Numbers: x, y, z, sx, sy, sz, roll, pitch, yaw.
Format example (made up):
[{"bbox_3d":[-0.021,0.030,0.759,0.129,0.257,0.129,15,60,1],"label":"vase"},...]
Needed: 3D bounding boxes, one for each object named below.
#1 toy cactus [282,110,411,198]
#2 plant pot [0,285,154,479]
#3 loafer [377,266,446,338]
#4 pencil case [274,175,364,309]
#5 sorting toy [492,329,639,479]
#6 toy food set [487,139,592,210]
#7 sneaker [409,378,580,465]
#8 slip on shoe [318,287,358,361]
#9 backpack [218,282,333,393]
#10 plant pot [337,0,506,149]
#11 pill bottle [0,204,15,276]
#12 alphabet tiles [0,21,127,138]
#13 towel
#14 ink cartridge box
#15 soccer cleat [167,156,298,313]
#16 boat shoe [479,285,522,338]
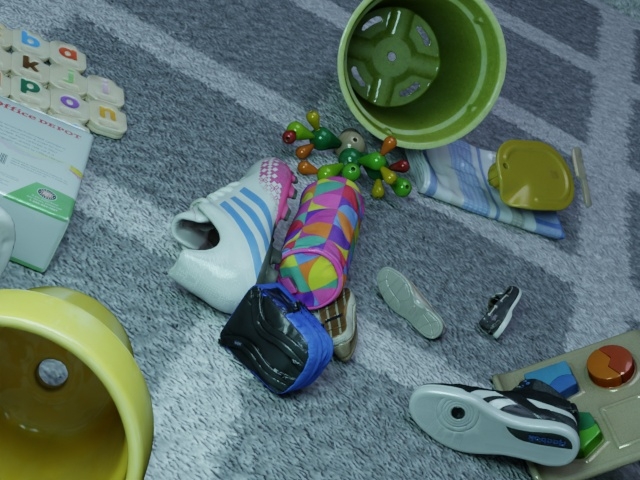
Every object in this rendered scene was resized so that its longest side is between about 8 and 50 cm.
[{"bbox_3d":[0.046,-0.145,2.169,0.218,0.112,0.180,17,21,-5],"label":"toy cactus"},{"bbox_3d":[-0.271,0.153,1.287,0.254,0.254,0.239,27,13,-4],"label":"plant pot"},{"bbox_3d":[0.127,0.088,1.927,0.125,0.045,0.039,48,17,19],"label":"loafer"},{"bbox_3d":[0.000,0.000,1.894,0.104,0.104,0.236,27,27,-4],"label":"pencil case"},{"bbox_3d":[0.369,0.241,1.780,0.229,0.041,0.307,-16,39,-1],"label":"sorting toy"},{"bbox_3d":[0.357,-0.097,2.340,0.217,0.071,0.128,2,67,-38],"label":"toy food set"},{"bbox_3d":[0.220,0.214,1.756,0.216,0.079,0.121,17,25,2],"label":"sneaker"},{"bbox_3d":[0.028,0.109,1.805,0.135,0.051,0.041,-95,159,-65],"label":"slip on shoe"},{"bbox_3d":[-0.040,0.118,1.668,0.120,0.098,0.101,45,29,27],"label":"backpack"},{"bbox_3d":[0.143,-0.302,2.317,0.276,0.276,0.254,23,5,-12],"label":"plant pot"},{"bbox_3d":[-0.489,-0.056,1.463,0.318,0.176,0.176,40,31,18],"label":"pill bottle"},{"bbox_3d":[-0.410,-0.220,1.947,0.284,0.021,0.278,16,32,-23],"label":"alphabet tiles"},{"bbox_3d":[0.274,-0.105,2.359,0.285,0.034,0.209,18,32,-20],"label":"towel"},{"bbox_3d":[-0.373,-0.076,1.683,0.154,0.093,0.212,22,31,-14],"label":"ink cartridge box"},{"bbox_3d":[-0.117,-0.032,1.815,0.143,0.116,0.331,24,30,-10],"label":"soccer cleat"},{"bbox_3d":[0.261,0.097,2.023,0.038,0.046,0.125,35,38,0],"label":"boat shoe"}]
